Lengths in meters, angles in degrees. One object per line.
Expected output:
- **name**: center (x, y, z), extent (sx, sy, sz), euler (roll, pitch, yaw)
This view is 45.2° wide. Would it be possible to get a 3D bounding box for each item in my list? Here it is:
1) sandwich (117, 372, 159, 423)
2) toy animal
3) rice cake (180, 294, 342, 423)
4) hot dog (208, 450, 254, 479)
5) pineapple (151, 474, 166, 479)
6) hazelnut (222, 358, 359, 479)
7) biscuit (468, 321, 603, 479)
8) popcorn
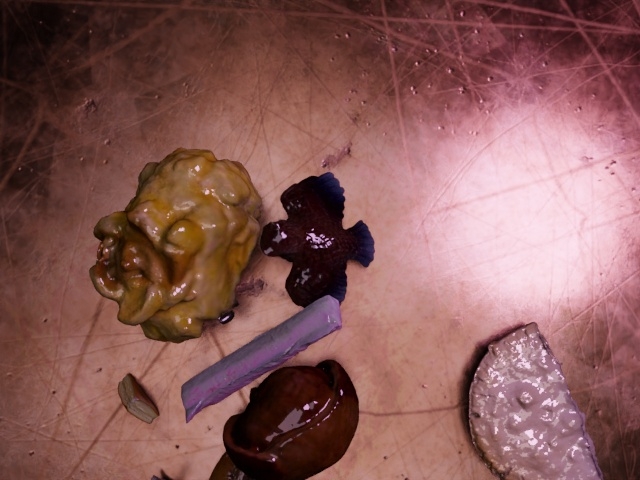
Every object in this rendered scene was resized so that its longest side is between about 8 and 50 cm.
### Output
- **sandwich**: center (-0.285, 0.246, 1.182), extent (0.031, 0.044, 0.083), euler (-42, 84, 1)
- **toy animal**: center (-0.006, -0.001, 1.136), extent (0.116, 0.179, 0.218), euler (-1, 85, 27)
- **rice cake**: center (-0.089, 0.181, 1.139), extent (0.290, 0.081, 0.051), euler (-33, 121, 12)
- **hot dog**: center (-0.130, 0.378, 1.160), extent (0.090, 0.060, 0.140), euler (29, 88, 7)
- **pineapple**: center (-0.213, 0.486, 1.129), extent (0.119, 0.130, 0.277), euler (-24, 87, 28)
- **hazelnut**: center (-0.042, 0.264, 1.110), extent (0.202, 0.170, 0.160), euler (-16, 83, -29)
- **biscuit**: center (0.317, 0.281, 1.153), extent (0.179, 0.084, 0.281), euler (-26, 86, -2)
- **popcorn**: center (-0.201, 0.008, 1.101), extent (0.215, 0.252, 0.286), euler (15, 95, 4)
